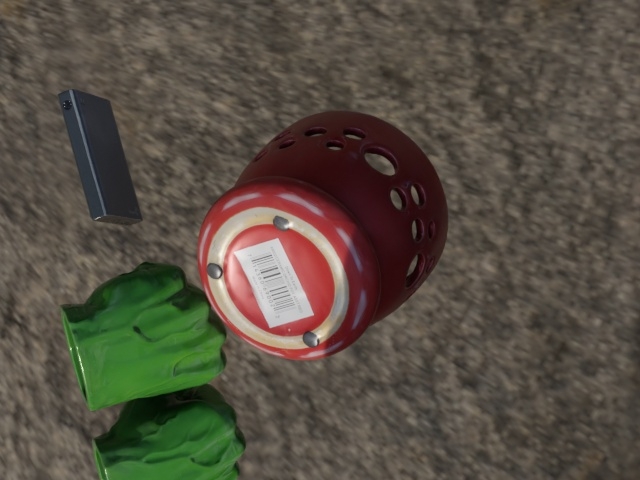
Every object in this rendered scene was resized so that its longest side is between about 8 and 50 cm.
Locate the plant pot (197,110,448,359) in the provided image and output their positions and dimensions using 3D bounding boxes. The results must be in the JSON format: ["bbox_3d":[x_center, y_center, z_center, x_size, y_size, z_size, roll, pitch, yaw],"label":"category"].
[{"bbox_3d":[0.000,0.000,1.429,0.191,0.174,0.191,9,116,19],"label":"plant pot"}]

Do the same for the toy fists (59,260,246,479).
[{"bbox_3d":[-0.153,0.147,1.540,0.142,0.096,0.279,-16,119,-14],"label":"toy fists"}]

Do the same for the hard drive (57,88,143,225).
[{"bbox_3d":[-0.225,-0.083,1.664,0.022,0.094,0.135,-18,82,15],"label":"hard drive"}]
